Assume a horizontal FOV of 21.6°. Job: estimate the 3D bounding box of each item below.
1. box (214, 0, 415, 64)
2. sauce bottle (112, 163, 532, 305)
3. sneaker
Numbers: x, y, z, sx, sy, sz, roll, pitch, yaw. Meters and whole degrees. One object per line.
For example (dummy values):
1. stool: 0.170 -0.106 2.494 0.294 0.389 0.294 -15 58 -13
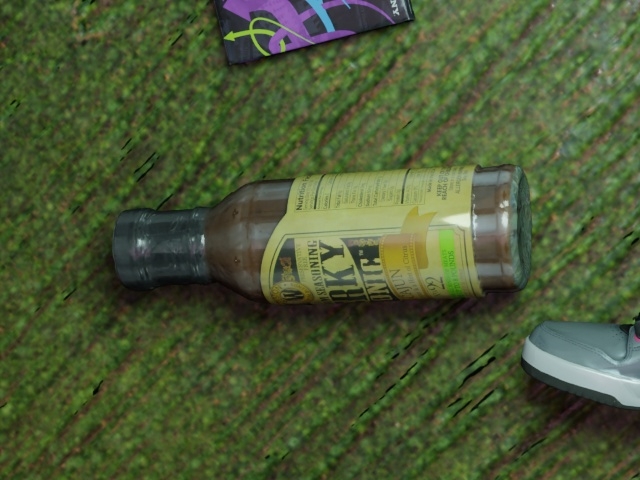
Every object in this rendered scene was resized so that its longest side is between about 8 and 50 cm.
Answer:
1. box: -0.012 -0.220 1.396 0.162 0.029 0.116 -13 96 14
2. sauce bottle: 0.000 0.000 1.389 0.344 0.111 0.111 -4 98 16
3. sneaker: 0.311 0.043 1.310 0.295 0.124 0.178 5 104 8
